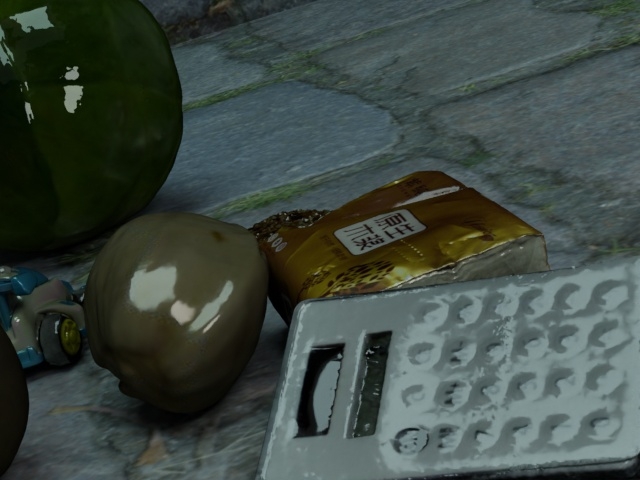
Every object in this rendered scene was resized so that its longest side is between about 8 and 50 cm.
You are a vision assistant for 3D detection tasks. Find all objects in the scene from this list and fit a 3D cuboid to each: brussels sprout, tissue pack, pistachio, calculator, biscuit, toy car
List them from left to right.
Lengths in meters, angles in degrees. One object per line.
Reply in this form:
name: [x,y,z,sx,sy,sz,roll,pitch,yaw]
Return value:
toy car: [-0.268,0.056,1.418,0.126,0.098,0.161,-8,20,20]
brussels sprout: [-0.327,-0.130,1.760,0.355,0.289,0.281,-20,-2,33]
pistachio: [-0.110,0.048,1.225,0.153,0.137,0.238,-28,17,-1]
biscuit: [0.000,0.000,1.481,0.231,0.025,0.131,0,24,44]
tissue pack: [0.060,0.030,1.217,0.183,0.092,0.226,-20,21,-9]
calculator: [0.083,0.089,1.000,0.262,0.021,0.161,-9,48,24]

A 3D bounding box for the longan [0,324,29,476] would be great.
longan: [-0.294,0.117,1.130,0.189,0.189,0.189,-15,17,4]
